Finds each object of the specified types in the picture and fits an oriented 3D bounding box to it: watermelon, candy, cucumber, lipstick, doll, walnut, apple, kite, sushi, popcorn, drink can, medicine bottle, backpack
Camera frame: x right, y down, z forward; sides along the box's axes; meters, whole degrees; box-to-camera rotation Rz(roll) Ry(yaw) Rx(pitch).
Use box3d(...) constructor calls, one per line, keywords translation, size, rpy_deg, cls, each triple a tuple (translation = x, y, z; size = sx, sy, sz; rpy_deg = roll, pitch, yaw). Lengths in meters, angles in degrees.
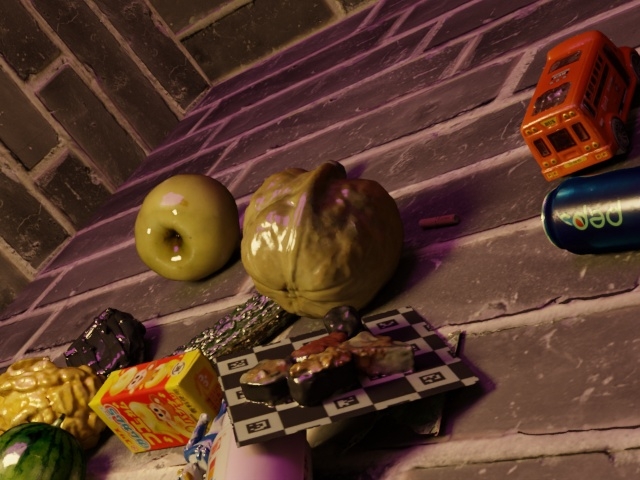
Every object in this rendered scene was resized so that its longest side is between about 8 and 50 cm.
box3d(translation=(-0.529, 0.419, 1.913), size=(0.188, 0.188, 0.214), rpy_deg=(0, 66, 59), cls="watermelon")
box3d(translation=(-0.277, 0.293, 1.843), size=(0.276, 0.146, 0.088), rpy_deg=(-16, 30, 42), cls="candy")
box3d(translation=(-0.148, 0.171, 1.971), size=(0.359, 0.096, 0.096), rpy_deg=(-36, 20, -4), cls="cucumber")
box3d(translation=(0.219, -0.035, 1.898), size=(0.094, 0.019, 0.019), rpy_deg=(-9, 34, 52), cls="lipstick")
box3d(translation=(-0.172, 0.337, 1.676), size=(0.114, 0.057, 0.227), rpy_deg=(19, 63, 28), cls="doll")
box3d(translation=(-0.002, 0.000, 1.843), size=(0.282, 0.253, 0.276), rpy_deg=(-14, 36, 34), cls="walnut")
box3d(translation=(-0.310, -0.031, 2.453), size=(0.262, 0.262, 0.262), rpy_deg=(-33, 21, 14), cls="apple")
box3d(translation=(0.118, 0.224, 1.520), size=(0.268, 0.013, 0.323), rpy_deg=(-43, 19, -18), cls="kite")
box3d(translation=(0.014, 0.163, 1.528), size=(0.343, 0.064, 0.359), rpy_deg=(-14, 15, -7), cls="sushi")
box3d(translation=(-0.554, 0.340, 2.087), size=(0.250, 0.250, 0.190), rpy_deg=(-26, 44, 30), cls="popcorn")
box3d(translation=(0.416, -0.041, 1.443), size=(0.205, 0.118, 0.118), rpy_deg=(-10, 34, 52), cls="drink can")
box3d(translation=(-0.084, 0.330, 1.431), size=(0.152, 0.152, 0.254), rpy_deg=(-33, 19, 14), cls="medicine bottle")
box3d(translation=(-0.477, 0.256, 2.299), size=(0.206, 0.133, 0.258), rpy_deg=(-43, 27, -4), cls="backpack")

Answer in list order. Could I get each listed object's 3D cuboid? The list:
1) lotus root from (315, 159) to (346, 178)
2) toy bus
box3d(translation=(0.007, -0.120, 2.351), size=(0.088, 0.088, 0.165), rpy_deg=(-16, 39, 46), cls="lotus root")
box3d(translation=(0.454, -0.250, 1.778), size=(0.143, 0.153, 0.329), rpy_deg=(-22, 25, 40), cls="toy bus")
